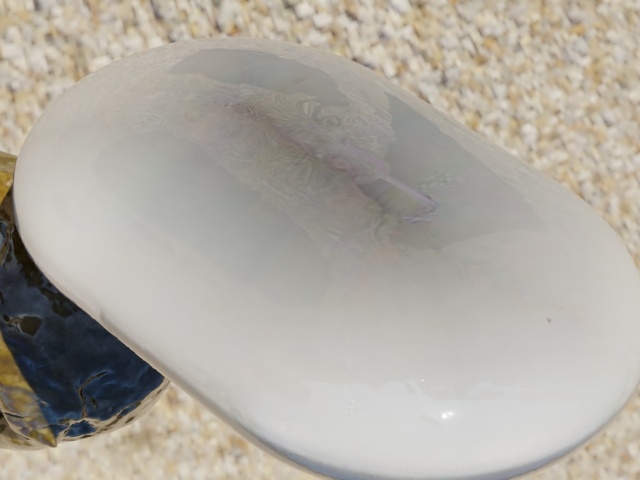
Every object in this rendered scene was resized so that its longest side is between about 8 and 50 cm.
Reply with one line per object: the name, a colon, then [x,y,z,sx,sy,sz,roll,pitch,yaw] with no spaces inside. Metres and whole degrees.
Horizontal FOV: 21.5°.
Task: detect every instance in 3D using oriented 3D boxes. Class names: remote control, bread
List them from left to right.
bread: [-0.198,0.045,1.016,0.230,0.123,0.230,18,150,11]
remote control: [0.000,0.000,0.796,0.221,0.332,0.103,-31,139,-33]
